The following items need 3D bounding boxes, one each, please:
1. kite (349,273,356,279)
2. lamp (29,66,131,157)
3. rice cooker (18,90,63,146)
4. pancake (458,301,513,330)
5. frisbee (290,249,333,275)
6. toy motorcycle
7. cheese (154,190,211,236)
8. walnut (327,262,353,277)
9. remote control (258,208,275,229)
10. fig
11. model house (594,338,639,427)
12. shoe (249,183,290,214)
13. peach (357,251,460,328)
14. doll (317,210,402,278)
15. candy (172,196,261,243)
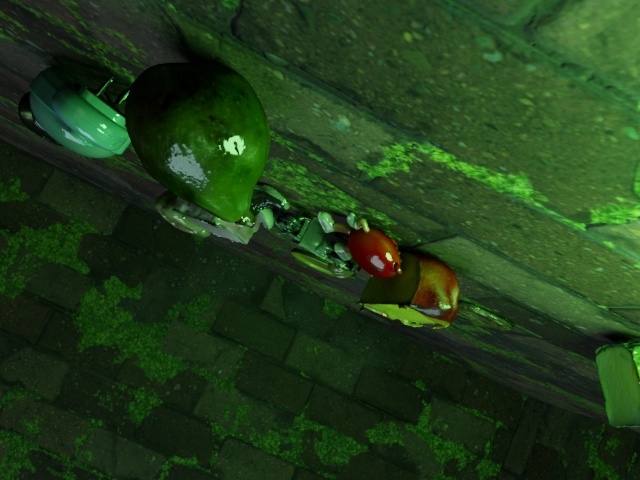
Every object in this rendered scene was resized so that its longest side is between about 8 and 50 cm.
[{"bbox_3d":[0.099,0.126,1.912,0.090,0.004,0.122,-3,156,42],"label":"kite"},{"bbox_3d":[-0.470,-0.249,1.043,0.209,0.147,0.284,36,165,-37],"label":"lamp"},{"bbox_3d":[-0.683,-0.313,1.340,0.106,0.112,0.165,11,164,35],"label":"rice cooker"},{"bbox_3d":[0.461,0.219,1.510,0.199,0.021,0.199,25,170,5],"label":"pancake"},{"bbox_3d":[-0.007,0.089,2.000,0.235,0.017,0.236,24,169,5],"label":"frisbee"},{"bbox_3d":[0.000,0.000,1.335,0.263,0.091,0.157,27,173,-6],"label":"toy motorcycle"},{"bbox_3d":[-0.502,-0.104,1.944,0.235,0.117,0.218,28,168,-10],"label":"cheese"},{"bbox_3d":[0.066,0.071,1.558,0.092,0.092,0.092,25,170,5],"label":"walnut"},{"bbox_3d":[-0.142,-0.069,1.384,0.073,0.044,0.229,55,180,-4],"label":"remote control"},{"bbox_3d":[-0.154,-0.119,0.710,0.195,0.195,0.245,13,121,50],"label":"fig"},{"bbox_3d":[0.693,0.277,1.030,0.211,0.170,0.194,-5,157,7],"label":"model house"},{"bbox_3d":[-0.157,-0.087,1.243,0.169,0.100,0.071,21,167,22],"label":"shoe"},{"bbox_3d":[0.224,0.106,1.153,0.158,0.154,0.267,23,164,-20],"label":"peach"},{"bbox_3d":[0.099,0.011,1.144,0.217,0.085,0.183,22,149,47],"label":"doll"},{"bbox_3d":[-0.321,-0.084,1.606,0.265,0.116,0.155,16,167,43],"label":"candy"}]
